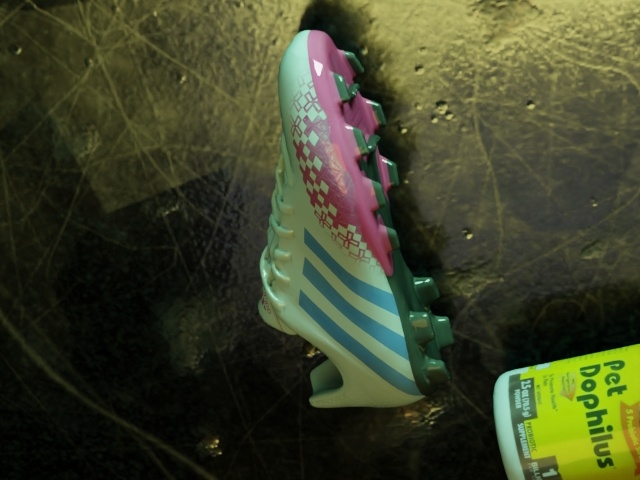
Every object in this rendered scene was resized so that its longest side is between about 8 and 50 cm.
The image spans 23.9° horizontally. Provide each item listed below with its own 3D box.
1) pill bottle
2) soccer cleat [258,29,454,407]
[{"bbox_3d":[0.257,0.145,1.231,0.215,0.117,0.117,-14,114,15],"label":"pill bottle"},{"bbox_3d":[0.000,0.000,1.196,0.143,0.116,0.331,-12,115,14],"label":"soccer cleat"}]
